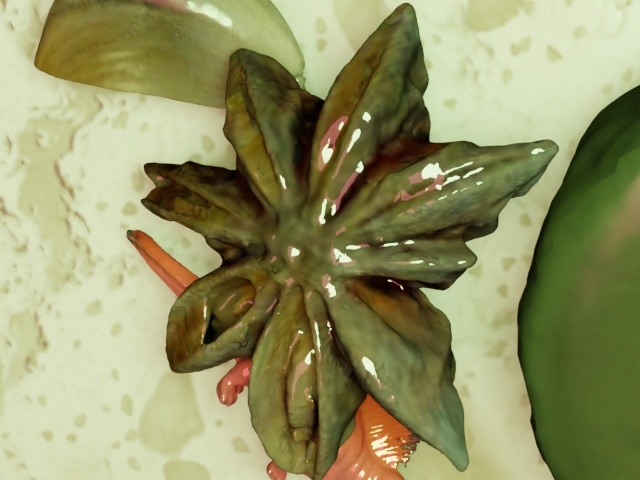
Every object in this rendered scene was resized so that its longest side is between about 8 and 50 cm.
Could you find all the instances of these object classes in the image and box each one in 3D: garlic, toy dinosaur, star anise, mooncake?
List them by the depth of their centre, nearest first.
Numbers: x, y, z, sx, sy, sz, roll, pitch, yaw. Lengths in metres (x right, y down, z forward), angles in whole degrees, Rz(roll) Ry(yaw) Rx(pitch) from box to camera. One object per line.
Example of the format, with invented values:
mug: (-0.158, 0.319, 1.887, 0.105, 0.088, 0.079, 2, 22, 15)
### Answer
mooncake: (0.299, 0.045, 1.039, 0.356, 0.194, 0.356, 3, 108, 8)
star anise: (0.017, 0.006, 1.091, 0.315, 0.108, 0.315, 0, 90, 24)
garlic: (-0.099, -0.150, 1.168, 0.195, 0.087, 0.101, 9, 115, 7)
toy dinosaur: (-0.006, 0.076, 1.201, 0.139, 0.070, 0.286, -34, 87, 5)
